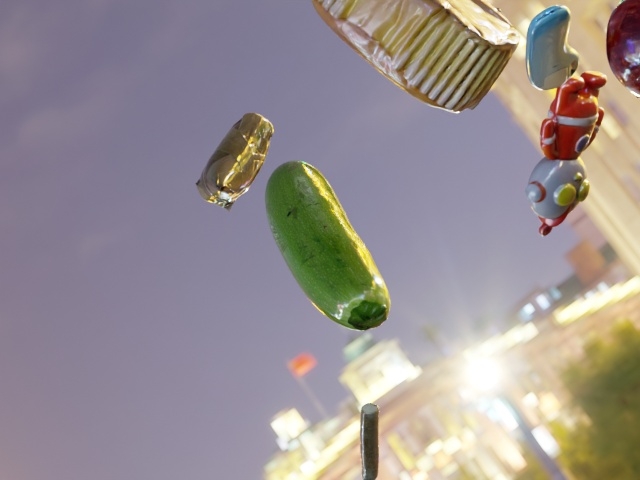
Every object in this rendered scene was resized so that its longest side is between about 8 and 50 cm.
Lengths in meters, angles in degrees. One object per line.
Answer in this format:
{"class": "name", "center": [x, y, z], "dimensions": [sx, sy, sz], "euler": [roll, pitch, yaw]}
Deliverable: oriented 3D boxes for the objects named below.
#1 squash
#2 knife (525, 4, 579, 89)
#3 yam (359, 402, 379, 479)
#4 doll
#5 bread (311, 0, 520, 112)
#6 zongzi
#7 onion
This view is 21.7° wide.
{"class": "squash", "center": [-0.002, 0.000, 1.722], "dimensions": [0.082, 0.292, 0.082], "euler": [-9, -56, -13]}
{"class": "knife", "center": [0.252, -0.210, 1.821], "dimensions": [0.064, 0.031, 0.222], "euler": [-27, -16, 2]}
{"class": "yam", "center": [0.050, 0.209, 1.716], "dimensions": [0.021, 0.021, 0.116], "euler": [-28, -40, -24]}
{"class": "doll", "center": [0.343, -0.118, 2.351], "dimensions": [0.142, 0.076, 0.245], "euler": [-10, -63, -44]}
{"class": "bread", "center": [0.125, -0.299, 2.315], "dimensions": [0.156, 0.288, 0.204], "euler": [-54, -10, 23]}
{"class": "zongzi", "center": [-0.123, -0.132, 2.554], "dimensions": [0.160, 0.078, 0.176], "euler": [-62, 3, -10]}
{"class": "onion", "center": [0.358, -0.205, 1.749], "dimensions": [0.131, 0.131, 0.131], "euler": [-32, -17, -11]}
